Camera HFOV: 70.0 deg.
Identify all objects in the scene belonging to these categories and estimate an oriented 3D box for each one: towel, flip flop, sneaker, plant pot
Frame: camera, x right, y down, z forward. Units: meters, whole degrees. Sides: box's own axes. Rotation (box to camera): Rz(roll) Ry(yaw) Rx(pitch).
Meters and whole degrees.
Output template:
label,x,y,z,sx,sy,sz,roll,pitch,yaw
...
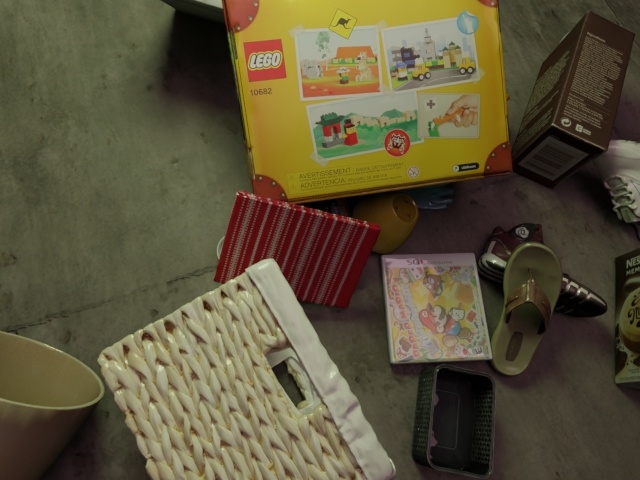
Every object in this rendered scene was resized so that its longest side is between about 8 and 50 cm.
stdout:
label,x,y,z,sx,sy,sz,roll,pitch,yaw
towel,-0.042,0.025,0.847,0.274,0.199,0.031,13,27,-14
flip flop,0.402,0.141,0.899,0.112,0.080,0.277,17,97,12
sneaker,0.729,-0.118,1.062,0.297,0.111,0.129,38,76,-14
sneaker,0.494,0.046,0.993,0.281,0.106,0.162,24,65,1
plant pot,0.148,-0.049,0.952,0.134,0.095,0.134,12,66,-27
plant pot,-0.510,0.308,0.674,0.256,0.256,0.274,26,85,1

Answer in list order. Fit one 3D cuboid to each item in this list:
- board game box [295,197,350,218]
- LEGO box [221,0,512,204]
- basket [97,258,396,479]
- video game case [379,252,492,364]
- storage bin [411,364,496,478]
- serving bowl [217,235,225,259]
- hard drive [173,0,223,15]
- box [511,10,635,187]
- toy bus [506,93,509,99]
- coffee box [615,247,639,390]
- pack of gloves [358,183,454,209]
label,x,y,z,sx,sy,sz,roll,pitch,yaw
board game box,0.000,0.000,0.957,0.141,0.048,0.170,-8,72,-14
LEGO box,0.089,-0.280,0.900,0.500,0.193,0.373,-8,97,-6
basket,-0.109,0.254,0.694,0.266,0.331,0.328,-28,76,-16
video game case,0.235,0.137,0.947,0.206,0.026,0.227,-1,70,-4
storage bin,0.248,0.334,0.854,0.122,0.084,0.180,13,67,-4
serving bowl,-0.167,0.025,0.930,0.083,0.027,0.083,3,70,-8
hard drive,-0.258,-0.516,0.985,0.210,0.319,0.040,15,107,-4
box,0.606,-0.338,1.109,0.143,0.191,0.381,25,69,0
toy bus,0.285,-0.401,1.121,0.332,0.108,0.130,44,69,8
coffee box,0.726,0.160,0.954,0.118,0.168,0.297,17,67,-3
pack of gloves,0.204,-0.172,1.057,0.232,0.046,0.195,4,70,-8
